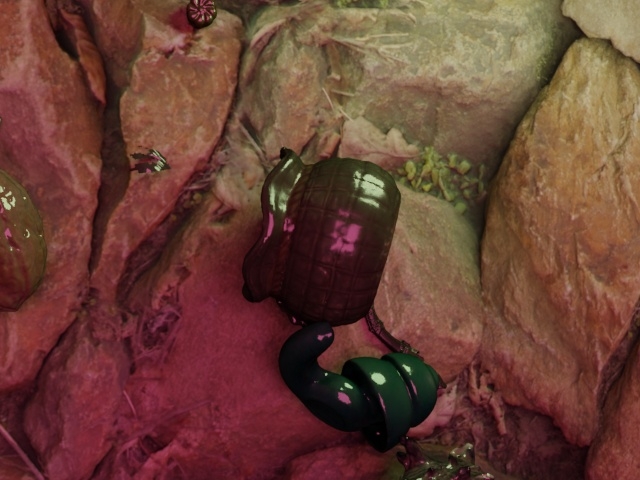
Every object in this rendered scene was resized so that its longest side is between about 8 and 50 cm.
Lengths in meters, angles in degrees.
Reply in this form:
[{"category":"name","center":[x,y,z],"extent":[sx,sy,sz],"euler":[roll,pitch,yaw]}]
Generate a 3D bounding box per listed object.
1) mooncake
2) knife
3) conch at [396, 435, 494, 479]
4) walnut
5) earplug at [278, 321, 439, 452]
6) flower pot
[{"category":"mooncake","center":[-0.257,-0.273,1.212],"extent":[0.150,0.057,0.347],"euler":[-2,76,-3]},{"category":"knife","center":[0.154,0.203,1.275],"extent":[0.045,0.021,0.222],"euler":[-44,95,-20]},{"category":"conch","center":[0.193,0.459,1.159],"extent":[0.240,0.313,0.186],"euler":[-13,42,8]},{"category":"walnut","center":[-0.508,0.005,1.039],"extent":[0.178,0.178,0.230],"euler":[-23,107,-18]},{"category":"earplug","center":[0.072,0.234,1.160],"extent":[0.280,0.164,0.257],"euler":[-10,98,-23]},{"category":"flower pot","center":[0.000,0.000,1.138],"extent":[0.213,0.302,0.302],"euler":[16,78,0]}]
